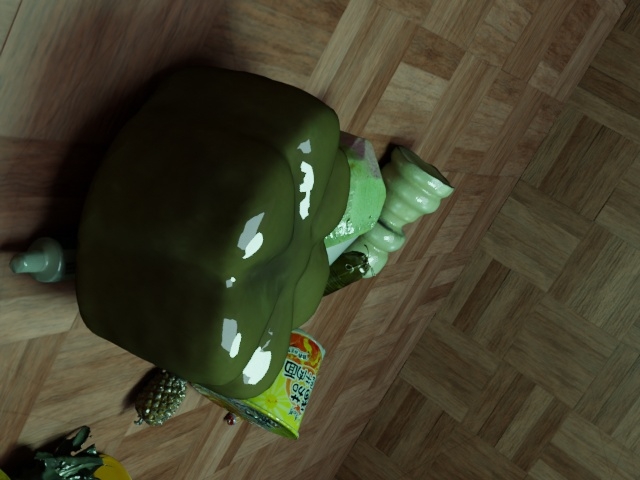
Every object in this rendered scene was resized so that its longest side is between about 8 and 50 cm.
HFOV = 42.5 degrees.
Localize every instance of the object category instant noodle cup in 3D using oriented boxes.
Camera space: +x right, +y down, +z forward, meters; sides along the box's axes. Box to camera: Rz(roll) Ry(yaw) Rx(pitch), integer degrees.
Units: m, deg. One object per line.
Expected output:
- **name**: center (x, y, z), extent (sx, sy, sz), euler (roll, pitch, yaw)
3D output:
- **instant noodle cup**: center (-0.121, 0.283, 1.782), extent (0.200, 0.264, 0.264), euler (-62, 162, -19)

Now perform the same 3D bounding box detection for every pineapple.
- **pineapple**: center (-0.489, 0.430, 1.383), extent (0.364, 0.165, 0.165), euler (-38, 155, -57)
- **pineapple**: center (-0.292, 0.283, 1.646), extent (0.221, 0.083, 0.103), euler (-49, 171, -15)

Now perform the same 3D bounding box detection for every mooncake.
- **mooncake**: center (-0.132, -0.009, 1.204), extent (0.467, 0.262, 0.467), euler (18, 90, -72)

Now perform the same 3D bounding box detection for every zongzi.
- **zongzi**: center (0.045, 0.065, 1.935), extent (0.187, 0.084, 0.184), euler (-23, -174, 16)

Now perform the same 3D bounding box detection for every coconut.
- **coconut**: center (0.008, -0.107, 1.527), extent (0.236, 0.236, 0.204), euler (-55, -177, 2)

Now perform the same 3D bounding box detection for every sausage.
- **sausage**: center (-0.207, 0.456, 2.164), extent (0.129, 0.034, 0.034), euler (-14, 135, -61)

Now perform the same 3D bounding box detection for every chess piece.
- **chess piece**: center (0.162, -0.053, 2.023), extent (0.330, 0.182, 0.182), euler (-54, 160, 15)

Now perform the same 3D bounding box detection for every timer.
- **timer**: center (-0.462, 0.516, 1.622), extent (0.152, 0.132, 0.132), euler (-34, 161, 8)

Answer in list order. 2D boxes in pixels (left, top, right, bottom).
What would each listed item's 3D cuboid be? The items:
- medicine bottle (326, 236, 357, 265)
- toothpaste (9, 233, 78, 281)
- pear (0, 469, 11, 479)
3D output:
- **medicine bottle**: center (0.000, 0.000, 1.801), extent (0.296, 0.111, 0.161), euler (-44, 172, -22)
- **toothpaste**: center (-0.311, 0.017, 1.230), extent (0.098, 0.061, 0.392), euler (-65, 160, 14)
- **pear**: center (-0.523, 0.408, 1.082), extent (0.281, 0.281, 0.280), euler (-45, 157, -25)
